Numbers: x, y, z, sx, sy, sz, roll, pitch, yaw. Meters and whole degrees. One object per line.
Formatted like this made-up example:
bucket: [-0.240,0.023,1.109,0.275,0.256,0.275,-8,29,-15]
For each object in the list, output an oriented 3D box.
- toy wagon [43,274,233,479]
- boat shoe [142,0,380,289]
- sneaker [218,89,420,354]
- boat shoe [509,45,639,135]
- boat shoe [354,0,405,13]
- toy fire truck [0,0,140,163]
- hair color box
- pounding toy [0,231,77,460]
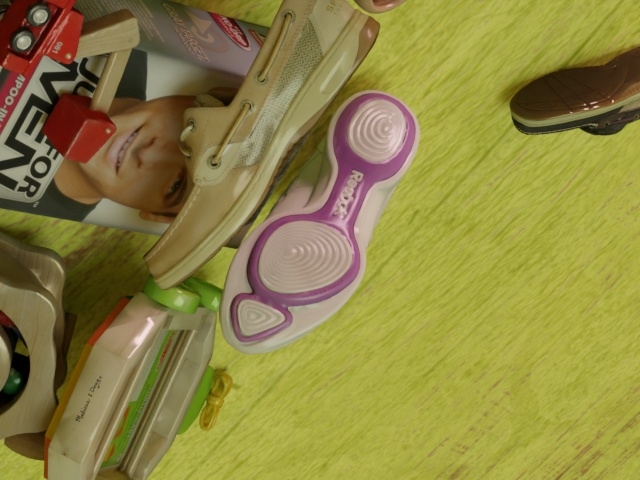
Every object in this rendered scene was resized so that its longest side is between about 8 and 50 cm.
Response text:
toy wagon: [-0.176,0.164,1.929,0.267,0.068,0.344,-65,167,4]
boat shoe: [-0.072,-0.092,1.636,0.098,0.109,0.302,35,106,-7]
sneaker: [0.000,0.000,1.847,0.305,0.114,0.152,-55,177,-27]
boat shoe: [0.301,-0.146,2.020,0.223,0.080,0.073,-21,134,-23]
boat shoe: [0.156,-0.330,1.710,0.341,0.110,0.121,-39,140,6]
toy fire truck: [-0.192,-0.165,1.513,0.135,0.047,0.192,21,110,-45]
hair color box: [-0.194,-0.119,1.677,0.374,0.113,0.185,10,123,-41]
pounding toy: [-0.322,0.098,1.841,0.154,0.155,0.269,4,123,-1]
